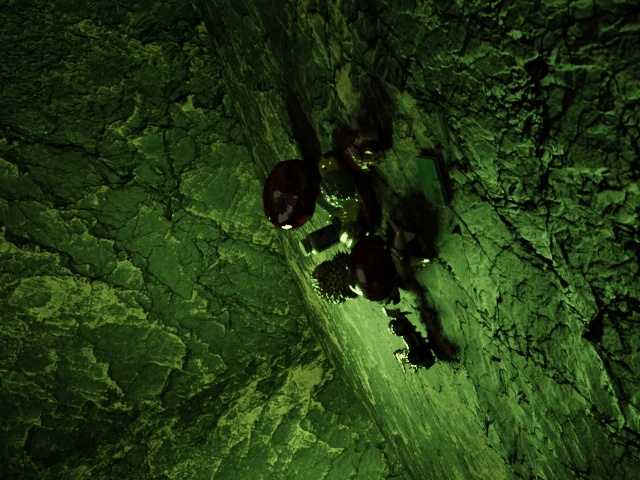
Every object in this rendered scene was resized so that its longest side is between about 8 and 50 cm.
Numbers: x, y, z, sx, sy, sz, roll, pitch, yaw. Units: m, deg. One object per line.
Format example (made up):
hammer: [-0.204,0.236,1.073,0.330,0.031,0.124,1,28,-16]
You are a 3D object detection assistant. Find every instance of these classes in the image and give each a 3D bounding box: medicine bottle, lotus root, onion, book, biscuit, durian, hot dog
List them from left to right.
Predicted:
onion: [-0.115,-0.215,2.425,0.347,0.285,0.348,-5,83,46]
medicine bottle: [0.000,0.000,2.403,0.107,0.191,0.107,59,165,27]
durian: [0.085,0.181,2.309,0.258,0.258,0.293,62,171,15]
biscuit: [0.102,-0.179,1.960,0.359,0.074,0.381,66,168,-3]
lotus root: [0.118,-0.020,1.912,0.090,0.077,0.183,44,163,11]
hot dog: [0.128,-0.287,1.607,0.146,0.103,0.213,68,165,-5]
onion: [0.184,0.097,1.823,0.246,0.190,0.247,6,-90,-75]
book: [0.298,-0.159,1.354,0.103,0.017,0.135,34,146,67]

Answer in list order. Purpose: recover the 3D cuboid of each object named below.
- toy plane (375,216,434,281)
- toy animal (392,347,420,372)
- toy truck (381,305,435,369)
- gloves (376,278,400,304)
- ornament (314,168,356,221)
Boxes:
toy plane: [0.270,0.042,1.662,0.242,0.104,0.256,35,143,37]
toy animal: [0.367,0.511,2.166,0.099,0.056,0.241,64,167,9]
toy truck: [0.330,0.354,1.904,0.286,0.111,0.136,61,178,7]
gloves: [0.233,0.186,1.979,0.218,0.140,0.131,40,173,34]
ornament: [0.045,-0.168,1.828,0.130,0.120,0.285,42,163,-1]
